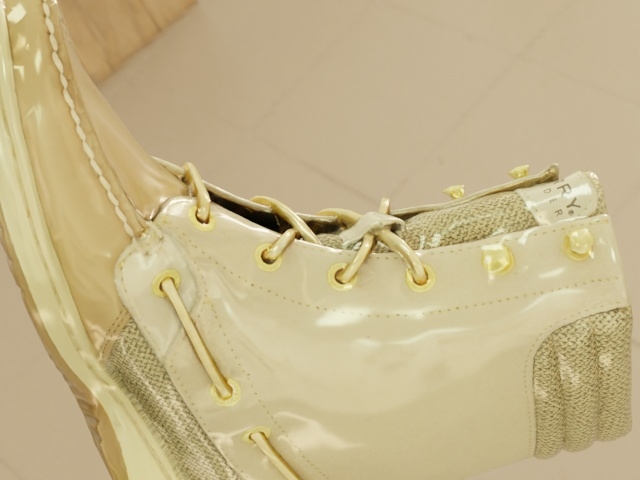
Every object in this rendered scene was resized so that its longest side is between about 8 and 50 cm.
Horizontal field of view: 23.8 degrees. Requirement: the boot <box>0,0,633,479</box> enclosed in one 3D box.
[{"bbox_3d":[0.000,0.000,0.548,0.203,0.262,0.095,-20,27,1],"label":"boot"}]
